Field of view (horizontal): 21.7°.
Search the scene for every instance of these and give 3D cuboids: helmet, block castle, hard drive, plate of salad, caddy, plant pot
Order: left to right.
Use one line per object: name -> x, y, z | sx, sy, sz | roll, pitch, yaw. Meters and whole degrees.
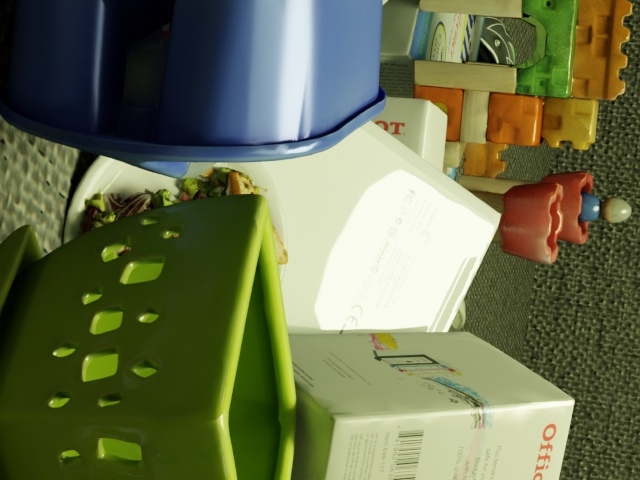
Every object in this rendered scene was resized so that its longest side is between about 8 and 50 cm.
plant pot -> -0.136, 0.119, 1.130 | 0.228, 0.207, 0.227 | -80, 166, -50
plate of salad -> -0.108, 0.005, 1.326 | 0.199, 0.048, 0.200 | -2, 94, -31
caddy -> -0.084, -0.134, 1.192 | 0.341, 0.241, 0.179 | -39, 136, -67
hard drive -> -0.006, -0.012, 1.438 | 0.318, 0.040, 0.210 | 34, 75, -27
helmet -> 0.181, -0.237, 2.216 | 0.162, 0.169, 0.169 | -68, 164, 2
block castle -> 0.242, -0.214, 1.807 | 0.303, 0.212, 0.453 | -18, 113, -72

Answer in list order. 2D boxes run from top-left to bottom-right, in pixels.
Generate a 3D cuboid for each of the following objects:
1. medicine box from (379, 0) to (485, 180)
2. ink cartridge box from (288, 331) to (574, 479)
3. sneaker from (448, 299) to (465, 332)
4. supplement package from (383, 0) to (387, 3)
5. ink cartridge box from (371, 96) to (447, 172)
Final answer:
medicine box -> 0.084, -0.248, 1.901 | 0.289, 0.149, 0.264 | 61, 38, -61
ink cartridge box -> 0.057, 0.181, 1.368 | 0.232, 0.168, 0.171 | 1, 109, -30
sneaker -> 0.115, 0.021, 2.157 | 0.350, 0.131, 0.148 | 74, 10, -68
supplement package -> -0.015, -0.308, 1.539 | 0.203, 0.149, 0.194 | -51, 144, -60
ink cartridge box -> 0.000, 0.000, 1.591 | 0.117, 0.207, 0.283 | 13, 82, -77
